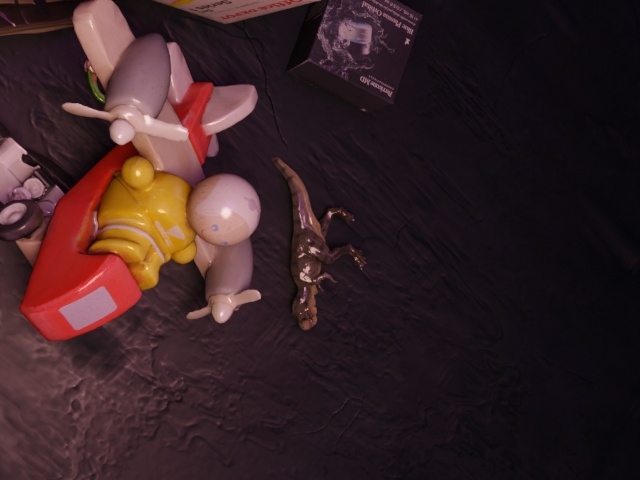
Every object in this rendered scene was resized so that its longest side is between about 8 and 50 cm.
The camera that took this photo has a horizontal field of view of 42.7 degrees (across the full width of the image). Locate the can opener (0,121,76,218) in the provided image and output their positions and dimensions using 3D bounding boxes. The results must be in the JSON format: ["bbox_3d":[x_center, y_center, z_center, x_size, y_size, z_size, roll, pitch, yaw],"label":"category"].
[{"bbox_3d":[-0.432,-0.130,1.053,0.074,0.093,0.280,-39,102,12],"label":"can opener"}]

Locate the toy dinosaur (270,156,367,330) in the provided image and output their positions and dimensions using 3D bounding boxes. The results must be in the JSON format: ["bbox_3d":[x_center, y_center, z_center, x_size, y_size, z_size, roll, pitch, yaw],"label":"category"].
[{"bbox_3d":[0.000,0.000,1.249,0.118,0.064,0.268,-6,87,-18],"label":"toy dinosaur"}]

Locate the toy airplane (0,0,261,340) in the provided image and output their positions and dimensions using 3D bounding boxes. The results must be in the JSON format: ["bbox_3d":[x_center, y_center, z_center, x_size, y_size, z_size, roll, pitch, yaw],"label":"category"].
[{"bbox_3d":[-0.178,-0.071,1.020,0.386,0.272,0.384,-2,104,-59],"label":"toy airplane"}]

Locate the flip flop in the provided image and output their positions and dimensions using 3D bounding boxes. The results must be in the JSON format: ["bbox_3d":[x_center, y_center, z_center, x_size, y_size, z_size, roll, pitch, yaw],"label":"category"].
[{"bbox_3d":[-0.403,-0.315,1.073,0.277,0.080,0.112,-16,90,-39],"label":"flip flop"}]

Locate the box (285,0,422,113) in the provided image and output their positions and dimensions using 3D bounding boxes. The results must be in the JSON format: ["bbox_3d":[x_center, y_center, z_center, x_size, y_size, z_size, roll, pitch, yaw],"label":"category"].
[{"bbox_3d":[0.053,-0.304,1.266,0.156,0.093,0.158,23,80,-22],"label":"box"}]

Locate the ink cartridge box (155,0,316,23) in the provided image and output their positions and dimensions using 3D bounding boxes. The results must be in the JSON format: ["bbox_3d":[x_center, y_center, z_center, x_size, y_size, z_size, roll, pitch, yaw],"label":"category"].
[{"bbox_3d":[-0.154,-0.383,1.064,0.278,0.201,0.117,3,88,-50],"label":"ink cartridge box"}]

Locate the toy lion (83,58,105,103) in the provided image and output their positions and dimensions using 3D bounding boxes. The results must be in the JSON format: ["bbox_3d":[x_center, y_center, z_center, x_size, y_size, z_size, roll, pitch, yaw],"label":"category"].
[{"bbox_3d":[-0.272,-0.216,1.150,0.100,0.034,0.096,-16,102,-24],"label":"toy lion"}]
